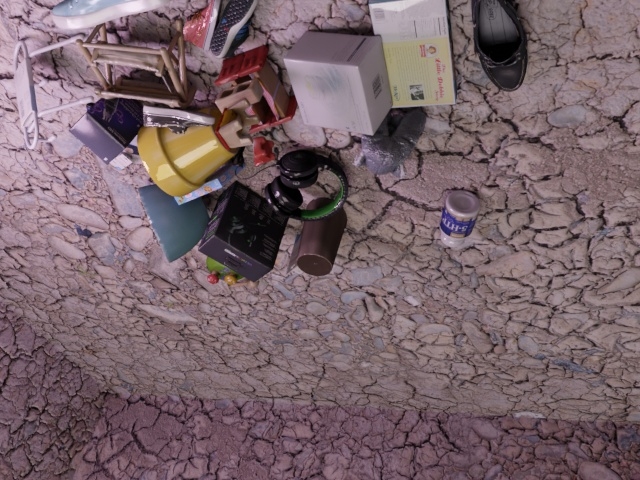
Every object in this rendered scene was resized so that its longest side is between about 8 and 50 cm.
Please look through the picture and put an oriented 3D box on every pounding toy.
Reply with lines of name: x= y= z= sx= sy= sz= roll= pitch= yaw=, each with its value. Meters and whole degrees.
pounding toy: x=-0.390 y=0.155 z=2.549 sx=0.183 sy=0.110 sz=0.237 roll=-14 pitch=134 yaw=32

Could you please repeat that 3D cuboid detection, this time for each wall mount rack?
wall mount rack: x=-0.813 y=-0.455 z=1.809 sx=0.130 sy=0.350 sz=0.304 roll=-3 pitch=164 yaw=-44

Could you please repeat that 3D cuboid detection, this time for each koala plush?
koala plush: x=0.186 y=-0.268 z=1.783 sx=0.196 sy=0.203 sz=0.221 roll=15 pitch=154 yaw=0

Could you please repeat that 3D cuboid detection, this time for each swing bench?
swing bench: x=-0.515 y=-0.492 z=1.724 sx=0.253 sy=0.165 sz=0.255 roll=8 pitch=141 yaw=6

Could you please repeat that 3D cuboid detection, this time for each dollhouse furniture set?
dollhouse furniture set: x=-0.196 y=-0.340 z=1.648 sx=0.152 sy=0.374 sz=0.201 roll=-13 pitch=134 yaw=24

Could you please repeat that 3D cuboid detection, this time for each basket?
basket: x=0.000 y=0.000 z=2.131 sx=0.154 sy=0.227 sz=0.204 roll=6 pitch=142 yaw=11

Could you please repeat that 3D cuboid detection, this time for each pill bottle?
pill bottle: x=0.454 y=-0.066 z=1.996 sx=0.112 sy=0.112 sz=0.187 roll=9 pitch=142 yaw=6

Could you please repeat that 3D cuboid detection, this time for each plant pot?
plant pot: x=-0.511 y=-0.089 z=2.183 sx=0.195 sy=0.290 sz=0.290 roll=-23 pitch=141 yaw=-10
plant pot: x=-0.399 y=-0.295 z=1.889 sx=0.239 sy=0.254 sz=0.254 roll=-22 pitch=131 yaw=19

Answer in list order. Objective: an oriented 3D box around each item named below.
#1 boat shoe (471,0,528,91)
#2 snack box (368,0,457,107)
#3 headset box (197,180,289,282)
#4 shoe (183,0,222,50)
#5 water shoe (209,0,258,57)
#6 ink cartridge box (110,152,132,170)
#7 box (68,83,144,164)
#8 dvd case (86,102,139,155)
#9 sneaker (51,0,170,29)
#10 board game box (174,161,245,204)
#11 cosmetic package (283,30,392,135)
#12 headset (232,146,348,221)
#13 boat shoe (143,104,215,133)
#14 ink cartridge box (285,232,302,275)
boat shoe: x=0.438 y=-0.482 z=1.471 sx=0.127 sy=0.113 sz=0.340 roll=-3 pitch=140 yaw=20
snack box: x=0.247 y=-0.491 z=1.565 sx=0.187 sy=0.060 sz=0.322 roll=1 pitch=141 yaw=19
headset box: x=-0.269 y=-0.023 z=2.143 sx=0.246 sy=0.283 sz=0.131 roll=32 pitch=139 yaw=-22
shoe: x=-0.319 y=-0.591 z=1.617 sx=0.081 sy=0.063 sz=0.178 roll=19 pitch=146 yaw=-11
water shoe: x=-0.222 y=-0.578 z=1.610 sx=0.073 sy=0.080 sz=0.203 roll=51 pitch=119 yaw=12
ink cartridge box: x=-0.708 y=-0.288 z=2.155 sx=0.083 sy=0.028 sz=0.048 roll=-20 pitch=131 yaw=37
box: x=-0.648 y=-0.362 z=1.873 sx=0.108 sy=0.207 sz=0.153 roll=-30 pitch=118 yaw=31
dvd case: x=-0.658 y=-0.366 z=2.047 sx=0.253 sy=0.022 sz=0.180 roll=14 pitch=142 yaw=0
sneaker: x=-0.558 y=-0.662 z=1.566 sx=0.366 sy=0.135 sz=0.150 roll=-9 pitch=130 yaw=15
board game box: x=-0.376 y=-0.199 z=2.054 sx=0.211 sy=0.160 sz=0.039 roll=-16 pitch=113 yaw=33
cosmetic package: x=0.051 y=-0.420 z=1.613 sx=0.224 sy=0.138 sz=0.224 roll=16 pitch=147 yaw=29
headset: x=-0.101 y=-0.209 z=1.988 sx=0.394 sy=0.185 sz=0.243 roll=17 pitch=128 yaw=-21
boat shoe: x=-0.412 y=-0.347 z=1.761 sx=0.219 sy=0.078 sz=0.070 roll=10 pitch=106 yaw=11
ink cartridge box: x=-0.064 y=0.053 z=2.255 sx=0.061 sy=0.181 sz=0.104 roll=29 pitch=141 yaw=-18
